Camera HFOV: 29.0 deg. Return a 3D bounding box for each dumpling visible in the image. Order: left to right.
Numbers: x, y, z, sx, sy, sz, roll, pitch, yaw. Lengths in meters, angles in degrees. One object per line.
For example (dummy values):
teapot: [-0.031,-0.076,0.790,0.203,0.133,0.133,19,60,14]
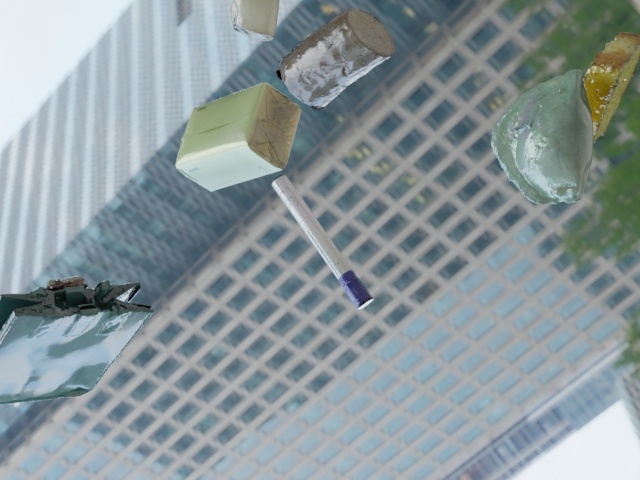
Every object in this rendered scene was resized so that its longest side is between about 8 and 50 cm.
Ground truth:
dumpling: [0.353,-0.164,1.924,0.149,0.216,0.105,10,175,-10]

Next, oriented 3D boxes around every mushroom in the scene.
mushroom: [-0.094,-0.462,2.138,0.254,0.234,0.260,11,-166,39]

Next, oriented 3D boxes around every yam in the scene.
yam: [0.018,-0.217,1.461,0.084,0.127,0.084,25,-132,-31]

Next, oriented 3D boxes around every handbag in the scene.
handbag: [-0.451,0.161,2.048,0.269,0.274,0.100,-3,-127,-41]

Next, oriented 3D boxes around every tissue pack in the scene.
tissue pack: [-0.171,-0.209,2.540,0.125,0.234,0.159,35,-122,-34]

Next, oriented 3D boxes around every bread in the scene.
bread: [0.459,-0.247,1.997,0.065,0.187,0.103,36,-134,18]

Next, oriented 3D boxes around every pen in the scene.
pen: [0.000,0.000,2.041,0.269,0.033,0.033,54,-155,18]
